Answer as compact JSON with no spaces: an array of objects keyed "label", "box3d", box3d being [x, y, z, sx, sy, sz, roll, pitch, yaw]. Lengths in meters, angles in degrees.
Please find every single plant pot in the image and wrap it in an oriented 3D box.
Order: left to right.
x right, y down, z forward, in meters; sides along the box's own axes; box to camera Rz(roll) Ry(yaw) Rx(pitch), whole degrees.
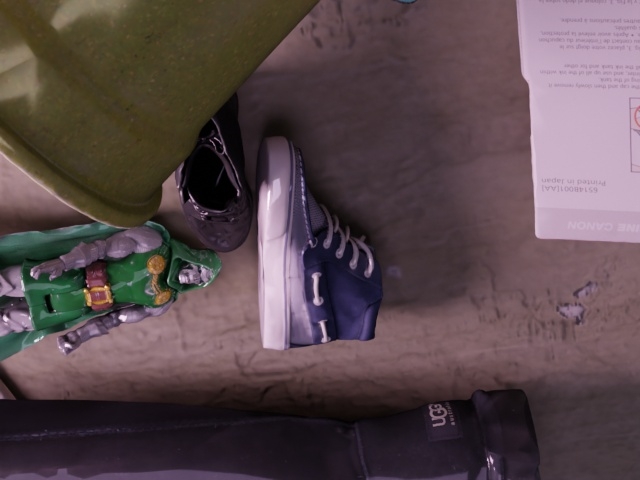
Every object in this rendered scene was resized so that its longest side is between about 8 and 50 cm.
[{"label":"plant pot","box3d":[-0.092,-0.190,1.112,0.254,0.276,0.276,-37,120,13]}]

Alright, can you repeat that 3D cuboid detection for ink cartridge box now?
[{"label":"ink cartridge box","box3d":[0.276,-0.115,1.234,0.296,0.066,0.261,3,129,14]}]

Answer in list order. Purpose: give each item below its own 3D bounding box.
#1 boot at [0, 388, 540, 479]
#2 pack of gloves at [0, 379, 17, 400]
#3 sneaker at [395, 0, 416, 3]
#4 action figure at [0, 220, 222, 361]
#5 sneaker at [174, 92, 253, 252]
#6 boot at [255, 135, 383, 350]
[{"label":"boot","box3d":[-0.066,0.282,1.525,0.445,0.146,0.367,-4,116,-5]},{"label":"pack of gloves","box3d":[-0.347,0.114,1.472,0.195,0.046,0.232,-18,126,13]},{"label":"sneaker","box3d":[0.082,-0.209,1.191,0.065,0.076,0.166,22,125,-18]},{"label":"action figure","box3d":[-0.185,0.035,1.395,0.232,0.063,0.137,-11,128,-2]},{"label":"sneaker","box3d":[-0.074,-0.041,1.318,0.051,0.089,0.170,-1,128,1]},{"label":"boot","box3d":[0.000,0.000,1.373,0.086,0.069,0.190,-4,137,-5]}]
